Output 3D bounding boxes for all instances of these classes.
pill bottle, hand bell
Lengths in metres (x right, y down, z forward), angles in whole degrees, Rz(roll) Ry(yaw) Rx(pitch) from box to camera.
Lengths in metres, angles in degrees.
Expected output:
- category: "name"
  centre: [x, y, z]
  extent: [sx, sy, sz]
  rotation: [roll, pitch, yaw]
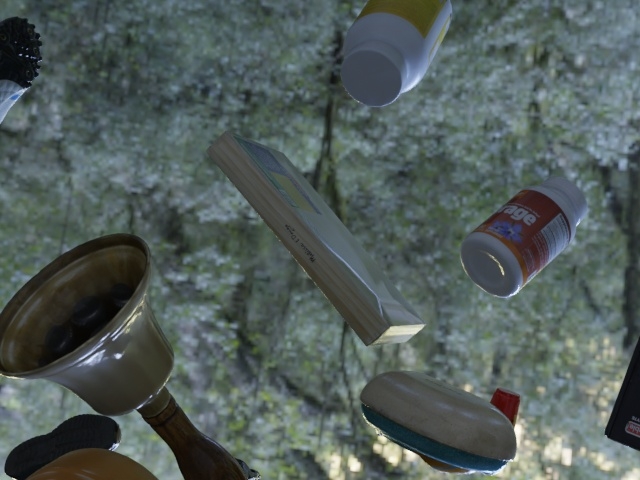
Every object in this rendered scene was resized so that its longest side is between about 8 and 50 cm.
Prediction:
- category: "pill bottle"
  centre: [0.087, -0.237, 1.268]
  extent: [0.103, 0.184, 0.103]
  rotation: [13, 131, 15]
- category: "pill bottle"
  centre: [0.336, -0.013, 1.743]
  extent: [0.121, 0.216, 0.121]
  rotation: [35, 146, 28]
- category: "hand bell"
  centre: [-0.109, 0.125, 0.753]
  extent: [0.126, 0.126, 0.242]
  rotation: [-1, 133, 41]

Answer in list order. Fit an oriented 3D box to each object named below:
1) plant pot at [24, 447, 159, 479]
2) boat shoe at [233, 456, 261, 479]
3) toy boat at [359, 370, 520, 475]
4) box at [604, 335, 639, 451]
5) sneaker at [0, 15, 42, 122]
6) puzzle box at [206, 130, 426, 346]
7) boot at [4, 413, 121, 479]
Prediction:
- category: "plant pot"
  centre: [-0.254, 0.327, 1.019]
  extent: [0.205, 0.205, 0.188]
  rotation: [3, -169, 25]
- category: "boat shoe"
  centre: [-0.125, 0.323, 1.417]
  extent: [0.080, 0.073, 0.223]
  rotation: [-7, 161, 9]
- category: "toy boat"
  centre: [0.223, 0.311, 1.728]
  extent: [0.267, 0.148, 0.318]
  rotation: [21, -175, 40]
- category: "box"
  centre: [0.541, 0.161, 1.319]
  extent: [0.295, 0.293, 0.073]
  rotation: [22, -173, 20]
- category: "sneaker"
  centre: [-0.399, -0.160, 1.233]
  extent: [0.086, 0.237, 0.085]
  rotation: [2, 151, 38]
- category: "puzzle box"
  centre: [0.000, 0.000, 1.752]
  extent: [0.409, 0.052, 0.272]
  rotation: [50, -168, 15]
- category: "boot"
  centre: [-0.342, 0.326, 1.566]
  extent: [0.197, 0.077, 0.137]
  rotation: [-18, 134, 26]
